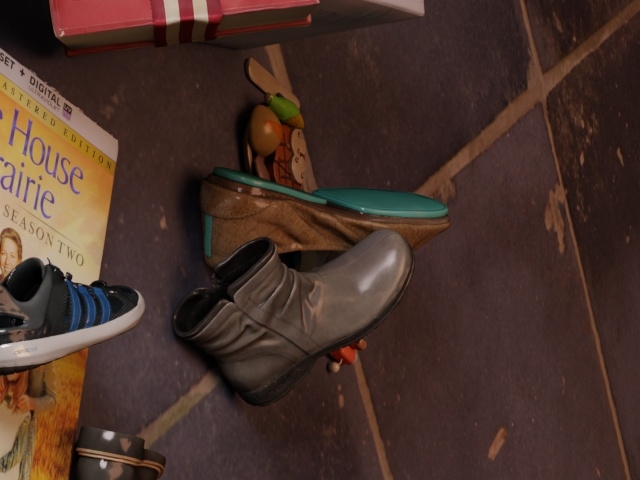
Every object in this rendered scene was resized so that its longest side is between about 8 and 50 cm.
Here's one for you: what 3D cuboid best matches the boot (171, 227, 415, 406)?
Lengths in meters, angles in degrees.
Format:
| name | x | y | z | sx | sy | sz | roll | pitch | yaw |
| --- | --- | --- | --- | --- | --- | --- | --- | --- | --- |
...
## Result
| name | x | y | z | sx | sy | sz | roll | pitch | yaw |
| --- | --- | --- | --- | --- | --- | --- | --- | --- | --- |
| boot | -0.022 | 0.048 | 1.821 | 0.246 | 0.083 | 0.161 | -42 | 136 | -8 |

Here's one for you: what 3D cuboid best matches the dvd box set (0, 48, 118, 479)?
| name | x | y | z | sx | sy | sz | roll | pitch | yaw |
| --- | --- | --- | --- | --- | --- | --- | --- | --- | --- |
| dvd box set | -0.291 | 0.048 | 1.449 | 0.307 | 0.062 | 0.420 | 41 | 49 | -53 |

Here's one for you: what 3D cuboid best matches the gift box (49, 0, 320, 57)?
| name | x | y | z | sx | sy | sz | roll | pitch | yaw |
| --- | --- | --- | --- | --- | --- | --- | --- | --- | --- |
| gift box | -0.120 | -0.305 | 1.555 | 0.258 | 0.255 | 0.276 | -163 | -110 | -85 |

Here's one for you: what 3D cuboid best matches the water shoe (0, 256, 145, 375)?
| name | x | y | z | sx | sy | sz | roll | pitch | yaw |
| --- | --- | --- | --- | --- | --- | --- | --- | --- | --- |
| water shoe | -0.209 | 0.049 | 1.461 | 0.203 | 0.073 | 0.080 | -25 | 105 | -62 |

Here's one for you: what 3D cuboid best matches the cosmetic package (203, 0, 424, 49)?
| name | x | y | z | sx | sy | sz | roll | pitch | yaw |
| --- | --- | --- | --- | --- | --- | --- | --- | --- | --- |
| cosmetic package | -0.046 | -0.281 | 1.817 | 0.224 | 0.224 | 0.138 | 2 | 81 | -62 |

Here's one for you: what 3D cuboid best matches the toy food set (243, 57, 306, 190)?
| name | x | y | z | sx | sy | sz | roll | pitch | yaw |
| --- | --- | --- | --- | --- | --- | --- | --- | --- | --- |
| toy food set | -0.044 | -0.093 | 1.976 | 0.132 | 0.038 | 0.192 | 35 | 54 | -55 |

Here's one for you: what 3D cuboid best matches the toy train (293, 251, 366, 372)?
| name | x | y | z | sx | sy | sz | roll | pitch | yaw |
| --- | --- | --- | --- | --- | --- | --- | --- | --- | --- |
| toy train | 0.015 | 0.066 | 2.043 | 0.166 | 0.046 | 0.125 | 50 | 41 | -46 |

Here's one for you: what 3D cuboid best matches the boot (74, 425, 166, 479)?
| name | x | y | z | sx | sy | sz | roll | pitch | yaw |
| --- | --- | --- | --- | --- | --- | --- | --- | --- | --- |
| boot | -0.190 | 0.239 | 1.564 | 0.198 | 0.076 | 0.137 | 68 | 33 | -75 |

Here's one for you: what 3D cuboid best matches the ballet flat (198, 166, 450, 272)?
| name | x | y | z | sx | sy | sz | roll | pitch | yaw |
| --- | --- | --- | --- | --- | --- | --- | --- | --- | --- |
| ballet flat | 0.000 | 0.000 | 1.926 | 0.342 | 0.116 | 0.124 | 5 | 103 | -48 |
